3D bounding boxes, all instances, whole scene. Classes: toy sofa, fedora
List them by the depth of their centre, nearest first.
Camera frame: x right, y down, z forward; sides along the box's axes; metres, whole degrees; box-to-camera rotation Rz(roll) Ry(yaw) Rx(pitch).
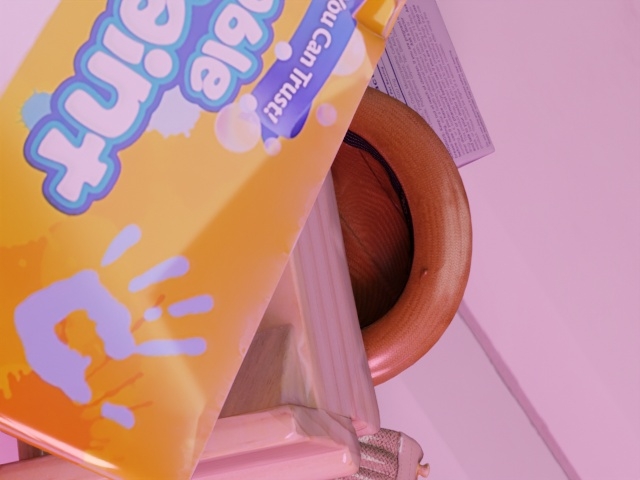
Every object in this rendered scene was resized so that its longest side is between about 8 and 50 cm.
[{"bbox_3d":[-0.085,-0.045,0.712,0.177,0.150,0.362,37,41,-72],"label":"toy sofa"},{"bbox_3d":[0.000,0.000,0.814,0.079,0.194,0.194,60,20,-76],"label":"fedora"}]

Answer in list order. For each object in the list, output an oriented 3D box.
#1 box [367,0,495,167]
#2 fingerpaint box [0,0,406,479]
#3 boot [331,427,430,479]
[{"bbox_3d":[0.036,-0.093,0.919,0.137,0.072,0.126,-22,90,-49],"label":"box"},{"bbox_3d":[-0.136,-0.186,0.499,0.371,0.163,0.444,27,78,-17],"label":"fingerpaint box"},{"bbox_3d":[0.042,0.220,0.778,0.262,0.095,0.203,29,54,-26],"label":"boot"}]
